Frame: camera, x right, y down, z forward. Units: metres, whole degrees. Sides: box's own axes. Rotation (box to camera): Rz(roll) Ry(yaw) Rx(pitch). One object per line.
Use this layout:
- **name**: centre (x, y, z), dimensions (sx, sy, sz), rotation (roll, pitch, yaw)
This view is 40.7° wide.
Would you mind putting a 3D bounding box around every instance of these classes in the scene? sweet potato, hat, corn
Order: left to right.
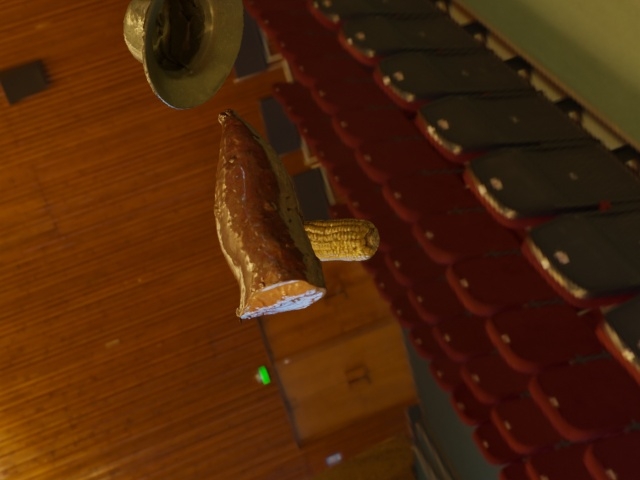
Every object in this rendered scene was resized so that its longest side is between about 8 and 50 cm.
- **hat**: centre (-0.257, -0.363, 1.470), dimensions (0.130, 0.257, 0.257), rotation (21, 142, 28)
- **sweet potato**: centre (-0.090, -0.044, 1.211), dimensions (0.131, 0.131, 0.336), rotation (86, 167, -57)
- **corn**: centre (0.000, 0.000, 1.388), dimensions (0.072, 0.203, 0.072), rotation (4, -94, -59)
